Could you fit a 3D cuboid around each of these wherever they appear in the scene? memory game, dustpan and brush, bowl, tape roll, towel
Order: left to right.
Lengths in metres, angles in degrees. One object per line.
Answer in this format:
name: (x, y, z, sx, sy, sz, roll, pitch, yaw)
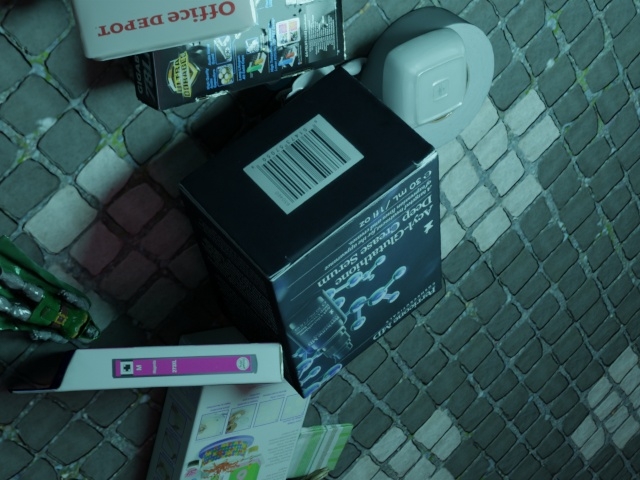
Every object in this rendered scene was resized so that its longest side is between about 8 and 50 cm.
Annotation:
memory game: (-0.062, 0.454, 2.271, 0.186, 0.012, 0.186, -31, 175, -3)
towel: (-0.015, 0.385, 2.342, 0.152, 0.023, 0.113, 1, 121, -45)
dustpan and brush: (0.000, -0.220, 1.859, 0.211, 0.060, 0.147, -22, 159, -33)
tape roll: (0.166, -0.249, 1.982, 0.219, 0.072, 0.219, -23, 132, -28)
bowl: (0.163, -0.235, 1.894, 0.142, 0.053, 0.142, -26, 132, -26)

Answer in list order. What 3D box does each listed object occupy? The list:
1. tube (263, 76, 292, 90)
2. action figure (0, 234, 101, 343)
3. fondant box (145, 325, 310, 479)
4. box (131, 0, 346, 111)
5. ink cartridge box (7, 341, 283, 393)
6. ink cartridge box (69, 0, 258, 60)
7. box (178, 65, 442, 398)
tube: (-0.111, -0.281, 1.730, 0.080, 0.052, 0.207, -56, 136, -8)
action figure: (-0.385, 0.093, 1.758, 0.137, 0.063, 0.232, -56, 143, 2)
fondant box: (-0.144, 0.297, 2.099, 0.238, 0.096, 0.330, -7, 123, -39)
box: (-0.110, -0.341, 1.631, 0.293, 0.073, 0.295, -20, 120, -28)
ink cartridge box: (-0.251, 0.181, 1.803, 0.371, 0.176, 0.069, -3, 85, -16)
ink cartridge box: (-0.199, -0.367, 1.431, 0.207, 0.117, 0.283, -12, 118, -3)
box: (0.000, 0.000, 1.847, 0.293, 0.212, 0.395, -38, 154, -15)
